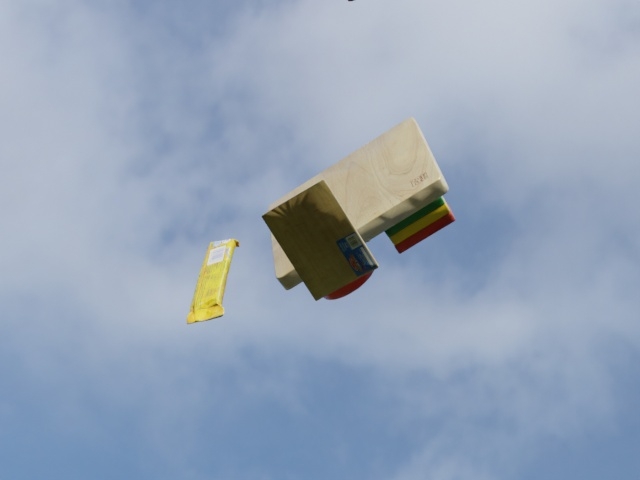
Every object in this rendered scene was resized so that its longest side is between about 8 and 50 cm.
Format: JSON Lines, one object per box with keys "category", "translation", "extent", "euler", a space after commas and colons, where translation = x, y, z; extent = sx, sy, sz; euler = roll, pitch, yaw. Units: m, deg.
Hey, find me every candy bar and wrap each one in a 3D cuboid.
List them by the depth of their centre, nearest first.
{"category": "candy bar", "translation": [-0.114, 0.040, 1.308], "extent": [0.040, 0.161, 0.018], "euler": [-14, -64, 11]}

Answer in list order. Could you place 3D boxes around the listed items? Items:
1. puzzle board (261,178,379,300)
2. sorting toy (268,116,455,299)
{"category": "puzzle board", "translation": [0.000, 0.000, 1.495], "extent": [0.096, 0.011, 0.128], "euler": [-29, -81, 22]}
{"category": "sorting toy", "translation": [0.061, -0.033, 1.710], "extent": [0.255, 0.257, 0.089], "euler": [-32, -67, 9]}
